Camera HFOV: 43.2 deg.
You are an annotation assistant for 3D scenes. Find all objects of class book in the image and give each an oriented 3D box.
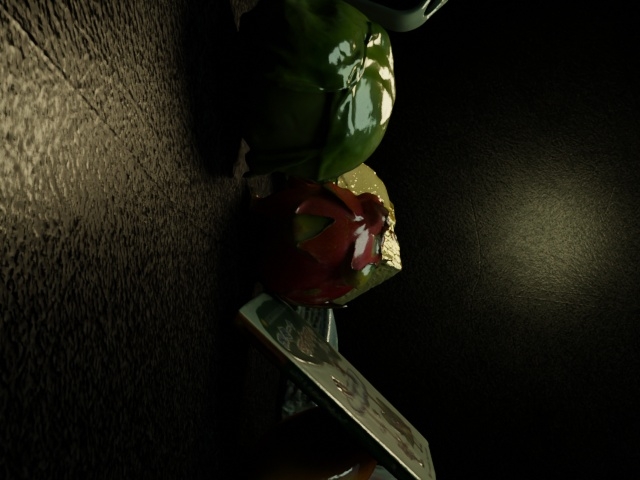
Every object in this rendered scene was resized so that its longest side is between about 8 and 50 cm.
[{"bbox_3d":[0.028,0.219,1.201,0.043,0.371,0.260,-47,179,4],"label":"book"}]

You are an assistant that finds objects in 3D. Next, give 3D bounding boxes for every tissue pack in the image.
[{"bbox_3d":[-0.022,0.319,1.772,0.315,0.103,0.227,-82,172,-52],"label":"tissue pack"}]

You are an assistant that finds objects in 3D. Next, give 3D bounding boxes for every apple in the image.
[{"bbox_3d":[0.073,-0.032,2.019,0.314,0.252,0.309,94,-12,-55],"label":"apple"}]

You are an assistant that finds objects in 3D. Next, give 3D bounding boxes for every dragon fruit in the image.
[{"bbox_3d":[-0.005,0.003,1.302,0.224,0.227,0.224,-175,-90,-88],"label":"dragon fruit"}]

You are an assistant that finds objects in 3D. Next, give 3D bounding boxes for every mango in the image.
[{"bbox_3d":[-0.023,0.335,1.215,0.257,0.187,0.137,-17,110,-67],"label":"mango"}]

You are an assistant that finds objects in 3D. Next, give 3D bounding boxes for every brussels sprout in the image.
[{"bbox_3d":[-0.018,-0.216,1.151,0.294,0.227,0.259,-33,135,-54],"label":"brussels sprout"}]

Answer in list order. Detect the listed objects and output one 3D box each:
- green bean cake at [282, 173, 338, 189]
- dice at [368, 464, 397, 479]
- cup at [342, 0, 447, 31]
[{"bbox_3d":[-0.020,-0.168,1.673,0.200,0.113,0.214,85,8,-53],"label":"green bean cake"},{"bbox_3d":[0.088,0.587,1.319,0.348,0.331,0.327,-74,-176,-76],"label":"dice"},{"bbox_3d":[0.145,-0.711,1.895,0.400,0.393,0.310,-85,173,-47],"label":"cup"}]
